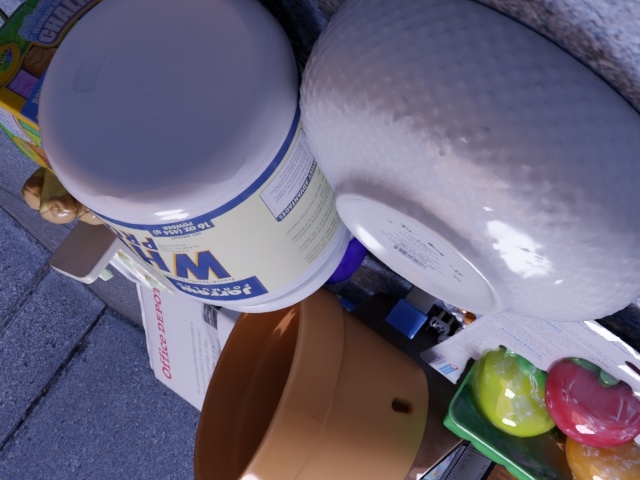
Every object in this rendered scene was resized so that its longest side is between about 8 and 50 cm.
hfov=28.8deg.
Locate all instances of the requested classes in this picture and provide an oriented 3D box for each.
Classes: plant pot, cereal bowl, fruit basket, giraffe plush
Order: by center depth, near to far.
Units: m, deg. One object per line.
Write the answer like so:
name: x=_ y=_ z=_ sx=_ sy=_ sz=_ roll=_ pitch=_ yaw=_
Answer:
cereal bowl: x=0.117 y=-0.041 z=1.005 sx=0.339 sy=0.141 sz=0.339 roll=33 pitch=166 yaw=9
fruit basket: x=0.297 y=0.177 z=1.373 sx=0.327 sy=0.165 sz=0.353 roll=36 pitch=151 yaw=-1
plant pot: x=-0.004 y=0.208 z=1.527 sx=0.203 sy=0.291 sz=0.291 roll=23 pitch=171 yaw=-18
plant pot: x=0.120 y=0.189 z=1.718 sx=0.230 sy=0.215 sz=0.215 roll=49 pitch=169 yaw=12
giraffe plush: x=-0.341 y=-0.148 z=1.747 sx=0.181 sy=0.210 sz=0.170 roll=4 pitch=138 yaw=18

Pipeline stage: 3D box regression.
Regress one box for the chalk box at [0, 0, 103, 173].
chalk box: x=-0.266 y=-0.171 z=1.416 sx=0.289 sy=0.179 sz=0.180 roll=30 pitch=165 yaw=23

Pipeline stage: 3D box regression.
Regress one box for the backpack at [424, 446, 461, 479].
backpack: x=0.158 y=0.325 z=2.124 sx=0.166 sy=0.144 sz=0.188 roll=35 pitch=-170 yaw=12

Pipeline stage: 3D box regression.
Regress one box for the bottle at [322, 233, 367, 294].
bottle: x=0.000 y=0.000 z=1.531 sx=0.118 sy=0.092 sz=0.283 roll=36 pitch=167 yaw=1

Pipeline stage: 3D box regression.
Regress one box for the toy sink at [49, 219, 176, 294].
toy sink: x=-0.259 y=-0.009 z=1.837 sx=0.131 sy=0.234 sz=0.153 roll=44 pitch=164 yaw=-30

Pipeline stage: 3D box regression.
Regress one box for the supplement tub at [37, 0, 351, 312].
supplement tub: x=-0.100 y=-0.075 z=1.196 sx=0.235 sy=0.235 sz=0.325 roll=30 pitch=168 yaw=24

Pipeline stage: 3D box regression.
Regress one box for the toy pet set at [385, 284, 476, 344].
toy pet set: x=0.148 y=0.108 z=1.596 sx=0.114 sy=0.065 sz=0.122 roll=35 pitch=166 yaw=2

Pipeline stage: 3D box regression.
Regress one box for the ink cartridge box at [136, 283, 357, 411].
ink cartridge box: x=-0.093 y=0.177 z=1.982 sx=0.395 sy=0.166 sz=0.285 roll=31 pitch=141 yaw=30

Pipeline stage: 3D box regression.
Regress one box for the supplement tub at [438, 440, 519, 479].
supplement tub: x=0.251 y=0.403 z=1.811 sx=0.193 sy=0.316 sz=0.193 roll=35 pitch=167 yaw=9
